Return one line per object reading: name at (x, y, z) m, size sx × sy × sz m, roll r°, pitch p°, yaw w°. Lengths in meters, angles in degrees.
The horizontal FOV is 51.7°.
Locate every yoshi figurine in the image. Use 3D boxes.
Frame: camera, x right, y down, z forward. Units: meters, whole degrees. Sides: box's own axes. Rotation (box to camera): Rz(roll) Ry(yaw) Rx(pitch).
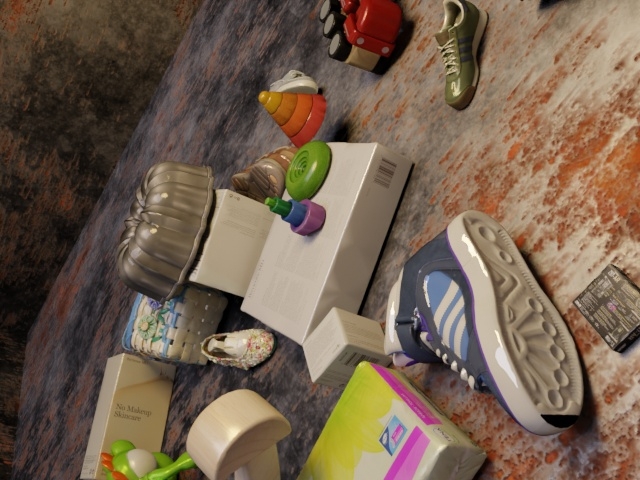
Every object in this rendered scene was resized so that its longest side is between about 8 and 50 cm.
yoshi figurine at (-0.340, 0.558, 1.439) m, size 0.362 × 0.204 × 0.202 m, roll 27°, pitch 135°, yaw 46°

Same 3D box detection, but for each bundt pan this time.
bundt pan at (-0.356, -0.033, 1.454) m, size 0.331 × 0.124 × 0.330 m, roll -48°, pitch 31°, yaw 42°

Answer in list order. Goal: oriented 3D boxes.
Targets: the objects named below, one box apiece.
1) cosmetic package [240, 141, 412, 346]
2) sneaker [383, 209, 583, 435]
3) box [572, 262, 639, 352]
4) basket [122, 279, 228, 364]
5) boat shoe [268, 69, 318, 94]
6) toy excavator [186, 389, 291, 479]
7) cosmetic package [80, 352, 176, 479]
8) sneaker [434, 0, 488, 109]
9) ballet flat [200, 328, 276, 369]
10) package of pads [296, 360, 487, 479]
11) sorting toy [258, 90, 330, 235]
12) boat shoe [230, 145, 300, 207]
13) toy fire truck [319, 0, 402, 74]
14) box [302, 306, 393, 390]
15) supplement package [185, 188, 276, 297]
cosmetic package at (0.000, 0.000, 1.265) m, size 0.284 × 0.098 × 0.376 m, roll 17°, pitch 85°, yaw 58°
sneaker at (0.188, 0.143, 0.873) m, size 0.236 × 0.130 × 0.322 m, roll -55°, pitch 37°, yaw 40°
box at (0.339, 0.077, 0.759) m, size 0.067 × 0.018 × 0.083 m, roll -55°, pitch 33°, yaw 22°
basket at (-0.382, 0.178, 1.655) m, size 0.289 × 0.201 × 0.254 m, roll 8°, pitch 80°, yaw 49°
boat shoe at (-0.075, -0.381, 1.637) m, size 0.228 × 0.079 × 0.081 m, roll -4°, pitch 73°, yaw 60°
toy excavator at (-0.157, 0.483, 0.991) m, size 0.222 × 0.433 × 0.445 m, roll 27°, pitch 69°, yaw 43°
cosmetic package at (-0.488, 0.462, 1.692) m, size 0.113 × 0.160 × 0.309 m, roll -23°, pitch 54°, yaw 49°
sneaker at (0.224, -0.325, 1.122) m, size 0.064 × 0.086 × 0.192 m, roll -6°, pitch 67°, yaw 56°
ballet flat at (-0.190, 0.236, 1.439) m, size 0.241 × 0.077 × 0.091 m, roll -22°, pitch 53°, yaw 50°
package of pads at (0.072, 0.347, 0.933) m, size 0.296 × 0.101 × 0.229 m, roll -63°, pitch 31°, yaw 8°
sorting toy at (-0.066, -0.173, 1.272) m, size 0.127 × 0.126 × 0.365 m, roll -41°, pitch 38°, yaw 38°
boat shoe at (-0.114, -0.143, 1.542) m, size 0.116 × 0.123 × 0.324 m, roll -41°, pitch 14°, yaw -20°
toy fire truck at (0.129, -0.492, 1.348) m, size 0.246 × 0.159 × 0.217 m, roll -56°, pitch 31°, yaw 39°
box at (0.043, 0.182, 1.080) m, size 0.102 × 0.101 × 0.087 m, roll -52°, pitch 34°, yaw 26°
supplement package at (-0.181, 0.015, 1.445) m, size 0.149 × 0.194 × 0.203 m, roll 7°, pitch 77°, yaw 60°
